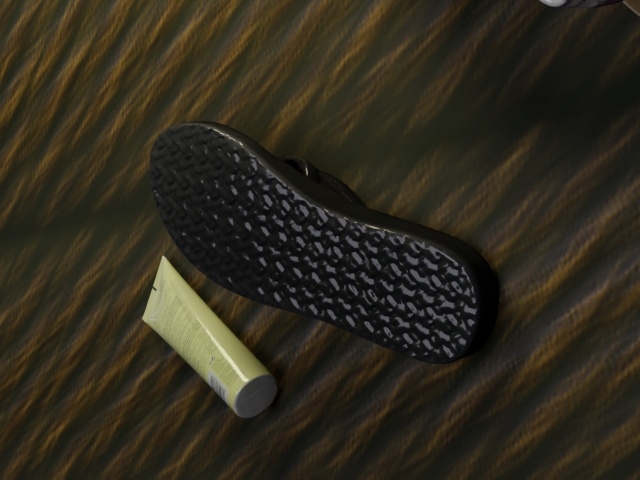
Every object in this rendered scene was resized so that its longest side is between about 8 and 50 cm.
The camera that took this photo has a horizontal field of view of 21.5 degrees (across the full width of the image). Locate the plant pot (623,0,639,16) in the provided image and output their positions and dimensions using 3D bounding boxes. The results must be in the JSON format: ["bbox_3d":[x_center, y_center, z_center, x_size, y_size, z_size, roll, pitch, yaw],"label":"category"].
[{"bbox_3d":[0.313,-0.283,1.367,0.236,0.032,0.236,18,116,42],"label":"plant pot"}]

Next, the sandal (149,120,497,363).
[{"bbox_3d":[0.001,0.003,1.803,0.446,0.107,0.167,28,115,27],"label":"sandal"}]

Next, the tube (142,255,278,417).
[{"bbox_3d":[-0.137,0.116,1.987,0.070,0.062,0.240,-43,49,-8],"label":"tube"}]

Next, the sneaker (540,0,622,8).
[{"bbox_3d":[0.199,-0.323,1.331,0.102,0.161,0.282,-1,102,48],"label":"sneaker"}]
